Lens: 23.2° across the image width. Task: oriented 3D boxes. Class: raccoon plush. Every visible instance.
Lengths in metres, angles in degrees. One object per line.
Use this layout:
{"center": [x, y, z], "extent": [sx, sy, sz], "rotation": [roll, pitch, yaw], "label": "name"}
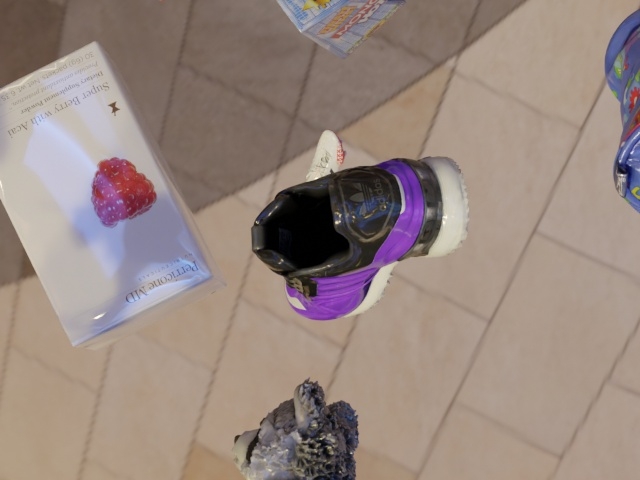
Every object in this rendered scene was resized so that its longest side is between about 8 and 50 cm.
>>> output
{"center": [0.060, 0.382, 1.962], "extent": [0.446, 0.299, 0.216], "rotation": [29, 169, 11], "label": "raccoon plush"}

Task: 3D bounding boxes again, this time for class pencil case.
{"center": [0.332, -0.119, 1.470], "extent": [0.119, 0.306, 0.133], "rotation": [18, 118, -1], "label": "pencil case"}

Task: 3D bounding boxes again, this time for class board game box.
{"center": [0.038, -0.273, 1.648], "extent": [0.194, 0.194, 0.060], "rotation": [-41, 80, 24], "label": "board game box"}

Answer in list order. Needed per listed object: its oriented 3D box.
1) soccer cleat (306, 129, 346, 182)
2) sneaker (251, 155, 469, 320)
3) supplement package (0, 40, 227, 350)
{"center": [0.002, -0.068, 1.489], "extent": [0.029, 0.035, 0.083], "rotation": [35, 138, 25], "label": "soccer cleat"}
{"center": [0.000, -0.001, 1.342], "extent": [0.293, 0.146, 0.102], "rotation": [139, 122, -60], "label": "sneaker"}
{"center": [-0.251, -0.044, 1.758], "extent": [0.177, 0.175, 0.293], "rotation": [-27, 84, -1], "label": "supplement package"}
